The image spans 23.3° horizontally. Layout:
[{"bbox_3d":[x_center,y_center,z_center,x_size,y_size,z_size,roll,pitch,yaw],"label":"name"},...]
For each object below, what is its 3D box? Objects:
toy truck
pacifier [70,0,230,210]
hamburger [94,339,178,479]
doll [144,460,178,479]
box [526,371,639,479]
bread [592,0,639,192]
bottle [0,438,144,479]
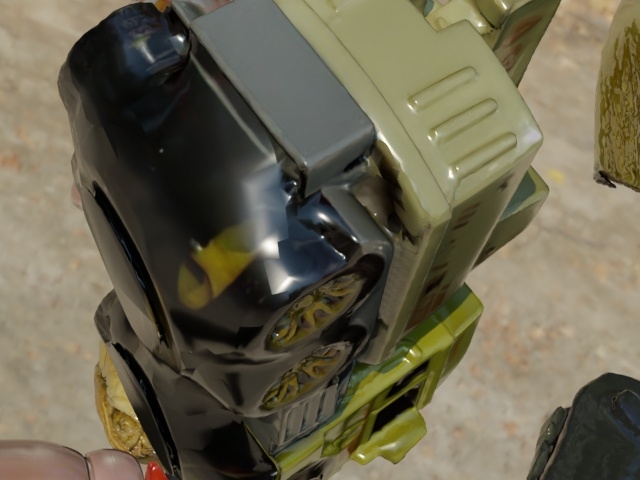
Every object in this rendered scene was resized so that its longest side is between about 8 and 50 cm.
[{"bbox_3d":[0.000,0.000,0.856,0.254,0.405,0.181,-28,68,-18],"label":"toy truck"},{"bbox_3d":[-0.120,-0.140,1.497,0.220,0.273,0.332,6,45,20],"label":"pacifier"},{"bbox_3d":[-0.162,0.205,2.120,0.318,0.158,0.319,18,26,-9],"label":"hamburger"},{"bbox_3d":[-0.131,0.279,1.449,0.109,0.169,0.057,5,18,-32],"label":"doll"},{"bbox_3d":[0.323,0.275,1.245,0.359,0.091,0.350,20,42,11],"label":"box"},{"bbox_3d":[0.255,-0.102,0.934,0.158,0.156,0.261,0,9,-7],"label":"bread"},{"bbox_3d":[-0.343,0.300,1.728,0.296,0.173,0.206,-1,5,-18],"label":"bottle"}]
